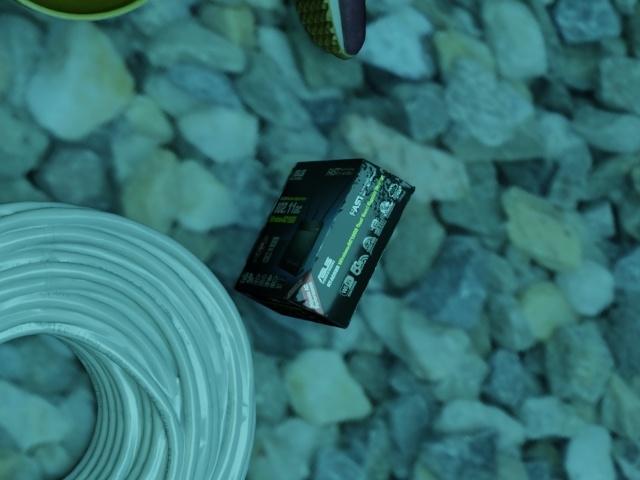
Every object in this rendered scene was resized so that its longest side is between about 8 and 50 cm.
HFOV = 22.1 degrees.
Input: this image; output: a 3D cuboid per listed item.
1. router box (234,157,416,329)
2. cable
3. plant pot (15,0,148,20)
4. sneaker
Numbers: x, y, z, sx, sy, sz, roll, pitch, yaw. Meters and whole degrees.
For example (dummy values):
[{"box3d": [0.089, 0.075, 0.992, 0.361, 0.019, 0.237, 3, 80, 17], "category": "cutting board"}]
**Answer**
[{"box3d": [0.000, 0.000, 0.975, 0.038, 0.122, 0.092, 30, 81, -18], "category": "router box"}, {"box3d": [-0.163, 0.105, 0.930, 0.257, 0.089, 0.257, -10, 97, -24], "category": "cable"}, {"box3d": [-0.147, -0.186, 0.911, 0.134, 0.095, 0.134, -2, 94, -25], "category": "plant pot"}, {"box3d": [0.020, -0.206, 0.999, 0.083, 0.069, 0.186, -13, 100, -17], "category": "sneaker"}]
